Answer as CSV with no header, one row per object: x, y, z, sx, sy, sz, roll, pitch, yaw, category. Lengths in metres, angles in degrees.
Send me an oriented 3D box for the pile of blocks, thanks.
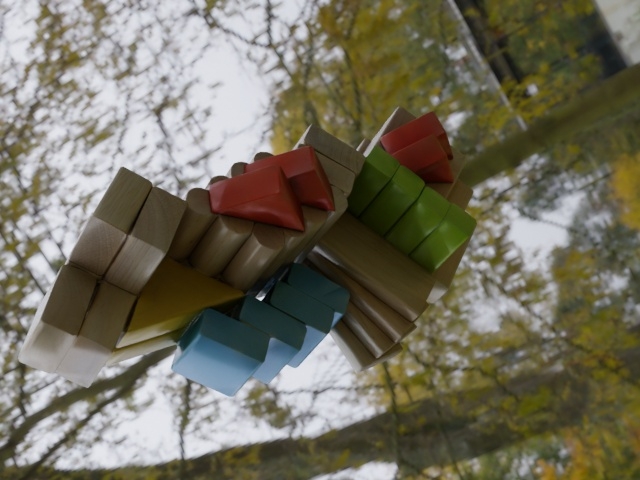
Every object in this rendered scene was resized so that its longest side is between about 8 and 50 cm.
0.000,0.000,0.636,0.362,0.112,0.149,-23,-110,-44,pile of blocks
